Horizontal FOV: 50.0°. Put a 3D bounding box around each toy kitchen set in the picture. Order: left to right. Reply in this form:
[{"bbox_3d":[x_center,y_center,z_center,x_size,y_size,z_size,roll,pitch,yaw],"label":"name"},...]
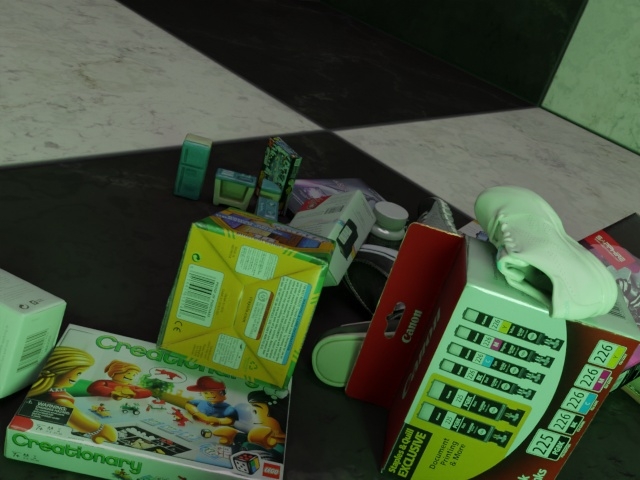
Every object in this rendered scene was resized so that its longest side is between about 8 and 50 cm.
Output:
[{"bbox_3d":[-0.178,-0.097,1.314,0.207,0.122,0.166,13,29,-8],"label":"toy kitchen set"}]

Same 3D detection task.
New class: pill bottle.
[{"bbox_3d":[0.113,0.001,1.290,0.078,0.137,0.078,14,29,-8],"label":"pill bottle"}]

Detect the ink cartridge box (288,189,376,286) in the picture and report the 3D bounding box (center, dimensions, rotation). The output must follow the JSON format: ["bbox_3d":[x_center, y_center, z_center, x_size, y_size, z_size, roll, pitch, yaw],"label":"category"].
[{"bbox_3d":[0.000,0.000,1.185,0.127,0.072,0.175,-8,36,39],"label":"ink cartridge box"}]

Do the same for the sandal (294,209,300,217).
[{"bbox_3d":[0.020,-0.015,1.353,0.180,0.049,0.072,15,14,-34],"label":"sandal"}]

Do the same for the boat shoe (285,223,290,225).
[{"bbox_3d":[-0.036,0.012,1.287,0.125,0.046,0.038,43,32,25],"label":"boat shoe"}]

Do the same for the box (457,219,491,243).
[{"bbox_3d":[0.350,-0.001,1.546,0.081,0.028,0.136,32,34,24],"label":"box"}]

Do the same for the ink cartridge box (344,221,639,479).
[{"bbox_3d":[0.188,0.166,0.861,0.271,0.309,0.130,18,28,2],"label":"ink cartridge box"}]

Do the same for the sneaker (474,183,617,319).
[{"bbox_3d":[0.223,0.008,0.763,0.094,0.080,0.212,-12,40,-23],"label":"sneaker"}]

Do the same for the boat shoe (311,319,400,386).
[{"bbox_3d":[0.154,0.154,0.996,0.335,0.112,0.095,-2,14,11],"label":"boat shoe"}]

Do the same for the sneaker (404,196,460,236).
[{"bbox_3d":[0.213,-0.030,1.461,0.132,0.086,0.229,6,31,-15],"label":"sneaker"}]

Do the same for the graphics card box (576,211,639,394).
[{"bbox_3d":[0.453,0.120,1.131,0.371,0.094,0.233,-24,56,-14],"label":"graphics card box"}]

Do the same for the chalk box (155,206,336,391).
[{"bbox_3d":[-0.087,0.065,0.979,0.179,0.180,0.289,18,9,3],"label":"chalk box"}]

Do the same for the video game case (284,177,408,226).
[{"bbox_3d":[0.033,-0.079,1.507,0.274,0.026,0.196,-6,36,-35],"label":"video game case"}]

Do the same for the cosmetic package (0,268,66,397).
[{"bbox_3d":[-0.442,0.084,0.838,0.231,0.117,0.085,25,14,12],"label":"cosmetic package"}]

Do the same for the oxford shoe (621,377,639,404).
[{"bbox_3d":[0.593,0.222,1.177,0.348,0.130,0.123,25,29,13],"label":"oxford shoe"}]

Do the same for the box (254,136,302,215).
[{"bbox_3d":[-0.089,-0.131,1.410,0.027,0.137,0.094,-5,35,-36],"label":"box"}]

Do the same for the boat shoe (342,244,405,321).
[{"bbox_3d":[0.142,0.118,1.115,0.335,0.121,0.119,38,30,29],"label":"boat shoe"}]

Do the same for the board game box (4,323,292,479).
[{"bbox_3d":[-0.191,0.210,0.836,0.305,0.053,0.193,14,28,-7],"label":"board game box"}]
